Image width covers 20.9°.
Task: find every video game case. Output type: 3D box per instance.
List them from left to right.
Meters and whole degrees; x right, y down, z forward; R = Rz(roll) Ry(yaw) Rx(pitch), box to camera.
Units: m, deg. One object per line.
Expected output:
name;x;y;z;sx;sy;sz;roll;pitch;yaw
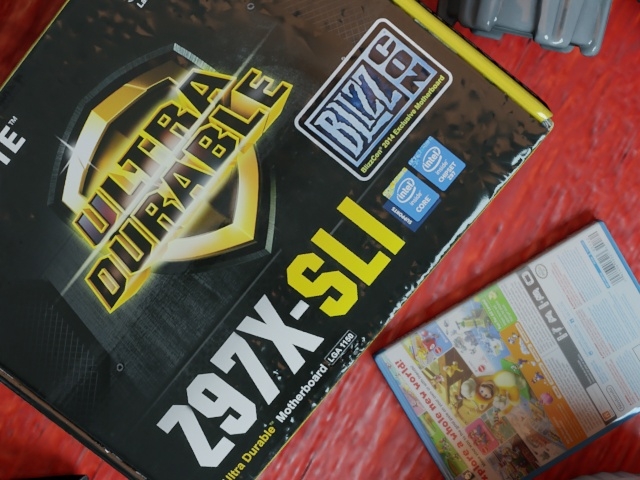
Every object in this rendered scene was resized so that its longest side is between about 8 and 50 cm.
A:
video game case;0.133;0.079;1.083;0.166;0.015;0.119;-31;97;-3

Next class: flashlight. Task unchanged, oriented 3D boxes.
flashlight;0.146;-0.265;1.011;0.103;0.103;0.304;4;100;-47

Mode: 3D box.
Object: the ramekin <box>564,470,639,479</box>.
ramekin;0.184;0.238;1.052;0.207;0.109;0.207;0;93;-5

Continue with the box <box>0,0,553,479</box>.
box;-0.065;-0.031;0.999;0.257;0.079;0.322;38;101;-8

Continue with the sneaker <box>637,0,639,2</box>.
sneaker;0.234;-0.196;0.981;0.135;0.097;0.276;-29;122;-30

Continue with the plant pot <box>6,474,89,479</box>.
plant pot;-0.236;0.236;0.987;0.167;0.188;0.187;3;94;8
